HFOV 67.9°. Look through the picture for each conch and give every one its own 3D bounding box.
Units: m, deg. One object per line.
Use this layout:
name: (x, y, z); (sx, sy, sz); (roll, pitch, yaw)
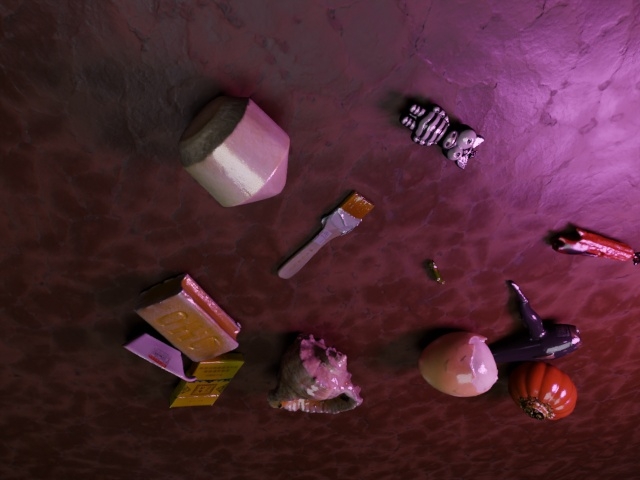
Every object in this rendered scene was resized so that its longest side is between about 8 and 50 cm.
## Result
conch: (-0.015, 0.426, 1.494); (0.297, 0.210, 0.352); (35, 143, -21)

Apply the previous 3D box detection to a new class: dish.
dish: (-0.466, 0.343, 1.407); (0.234, 0.064, 0.154); (35, 157, -14)

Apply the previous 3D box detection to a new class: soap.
soap: (-0.370, 0.225, 1.349); (0.173, 0.089, 0.274); (-22, 129, 16)

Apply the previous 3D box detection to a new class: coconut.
coconut: (-0.163, -0.172, 0.967); (0.202, 0.202, 0.222); (-33, 122, 21)

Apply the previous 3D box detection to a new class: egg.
egg: (0.433, 0.390, 1.503); (0.244, 0.201, 0.201); (-7, 131, 12)

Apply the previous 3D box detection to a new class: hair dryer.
hair dryer: (0.627, 0.258, 1.503); (0.303, 0.120, 0.360); (-19, 120, 28)

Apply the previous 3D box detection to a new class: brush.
brush: (0.000, 0.000, 1.241); (0.085, 0.020, 0.336); (31, 121, -28)

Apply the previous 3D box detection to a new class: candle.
candle: (0.781, 0.025, 1.322); (0.301, 0.059, 0.084); (13, 140, -14)

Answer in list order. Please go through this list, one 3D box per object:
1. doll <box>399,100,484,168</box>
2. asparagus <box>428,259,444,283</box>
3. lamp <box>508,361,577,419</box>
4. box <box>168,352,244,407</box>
doll: (0.271, -0.233, 1.044); (0.219, 0.067, 0.091); (22, 114, -25)
asparagus: (0.332, 0.097, 1.355); (0.021, 0.025, 0.108); (-30, 127, 7)
lamp: (0.767, 0.519, 1.650); (0.223, 0.197, 0.223); (24, 143, 20)
box: (-0.376, 0.459, 1.554); (0.153, 0.041, 0.279); (9, 130, -36)
